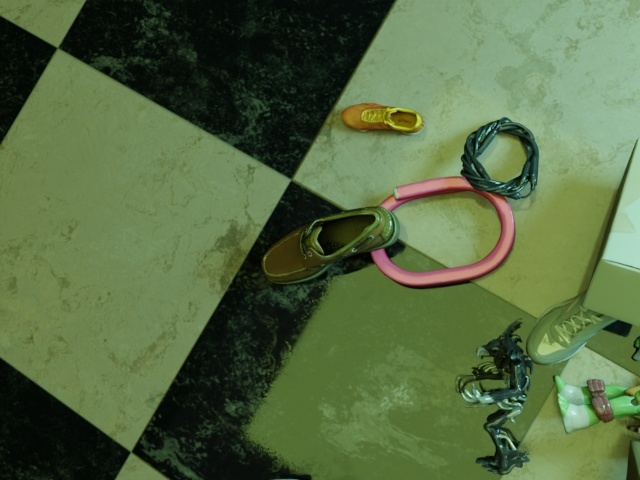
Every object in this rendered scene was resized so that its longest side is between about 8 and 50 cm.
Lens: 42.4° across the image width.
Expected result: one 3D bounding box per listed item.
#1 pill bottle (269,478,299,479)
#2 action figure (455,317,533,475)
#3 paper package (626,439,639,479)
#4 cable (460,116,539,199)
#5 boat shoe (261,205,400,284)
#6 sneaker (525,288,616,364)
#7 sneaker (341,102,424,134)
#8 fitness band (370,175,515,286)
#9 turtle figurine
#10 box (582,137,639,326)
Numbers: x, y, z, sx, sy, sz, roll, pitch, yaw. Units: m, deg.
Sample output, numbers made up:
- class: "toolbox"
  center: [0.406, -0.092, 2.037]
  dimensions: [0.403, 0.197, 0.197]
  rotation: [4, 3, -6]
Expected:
- class: "pill bottle"
  center: [-0.071, 0.545, 1.600]
  dimensions: [0.086, 0.086, 0.152]
  rotation: [-3, 80, 13]
- class: "action figure"
  center: [0.318, 0.281, 1.511]
  dimensions: [0.140, 0.164, 0.276]
  rotation: [0, 87, 9]
- class: "paper package"
  center: [0.574, 0.515, 1.293]
  dimensions: [0.168, 0.325, 0.310]
  rotation: [5, 100, 15]
- class: "cable"
  center: [0.350, -0.162, 1.607]
  dimensions: [0.150, 0.047, 0.185]
  rotation: [6, 61, 10]
- class: "boat shoe"
  center: [0.000, 0.000, 1.636]
  dimensions: [0.307, 0.104, 0.111]
  rotation: [-24, 72, 21]
- class: "sneaker"
  center: [0.486, 0.133, 1.509]
  dimensions: [0.262, 0.121, 0.099]
  rotation: [-39, 74, 5]
- class: "sneaker"
  center: [0.126, -0.256, 1.686]
  dimensions: [0.175, 0.067, 0.064]
  rotation: [5, 84, 16]
- class: "fitness band"
  center: [0.237, -0.017, 1.629]
  dimensions: [0.290, 0.054, 0.209]
  rotation: [-10, 79, 13]
- class: "turtle figurine"
  center: [0.546, 0.233, 1.445]
  dimensions: [0.266, 0.275, 0.198]
  rotation: [-13, 44, 16]
- class: "box"
  center: [0.562, -0.017, 1.429]
  dimensions: [0.121, 0.148, 0.311]
  rotation: [19, 51, 16]
